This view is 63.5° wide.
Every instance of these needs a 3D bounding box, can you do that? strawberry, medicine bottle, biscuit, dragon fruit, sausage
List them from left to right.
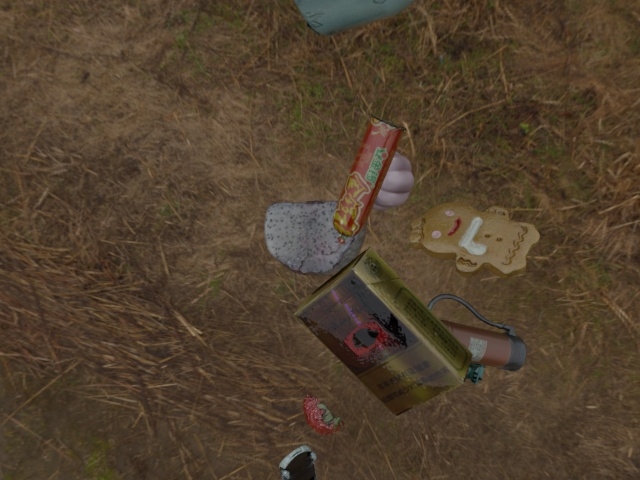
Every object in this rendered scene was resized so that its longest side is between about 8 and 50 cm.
[{"bbox_3d":[-0.007,0.523,1.554,0.082,0.187,0.146,-41,91,-14],"label":"strawberry"},{"bbox_3d":[0.000,0.000,1.465,0.283,0.221,0.203,1,85,19],"label":"dragon fruit"},{"bbox_3d":[0.088,-0.113,1.028,0.083,0.083,0.263,23,104,9],"label":"sausage"},{"bbox_3d":[0.106,-0.531,0.940,0.290,0.245,0.244,-4,77,29],"label":"medicine bottle"},{"bbox_3d":[0.300,-0.011,1.038,0.249,0.035,0.184,21,59,33],"label":"biscuit"}]

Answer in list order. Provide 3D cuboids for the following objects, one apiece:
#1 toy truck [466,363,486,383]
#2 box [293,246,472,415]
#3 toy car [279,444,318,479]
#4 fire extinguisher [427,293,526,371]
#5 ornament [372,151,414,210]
[{"bbox_3d":[0.485,0.435,1.786,0.216,0.116,0.110,18,89,-32],"label":"toy truck"},{"bbox_3d":[0.096,0.148,0.811,0.240,0.071,0.159,46,128,-4],"label":"box"},{"bbox_3d":[-0.057,0.596,1.320,0.095,0.204,0.056,-24,36,-27],"label":"toy car"},{"bbox_3d":[0.447,0.289,1.613,0.376,0.113,0.200,12,66,-12],"label":"fire extinguisher"},{"bbox_3d":[0.167,-0.171,1.451,0.178,0.177,0.177,-1,78,5],"label":"ornament"}]
